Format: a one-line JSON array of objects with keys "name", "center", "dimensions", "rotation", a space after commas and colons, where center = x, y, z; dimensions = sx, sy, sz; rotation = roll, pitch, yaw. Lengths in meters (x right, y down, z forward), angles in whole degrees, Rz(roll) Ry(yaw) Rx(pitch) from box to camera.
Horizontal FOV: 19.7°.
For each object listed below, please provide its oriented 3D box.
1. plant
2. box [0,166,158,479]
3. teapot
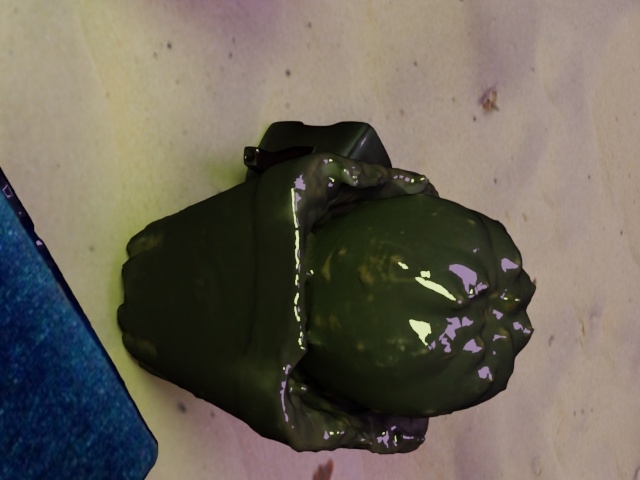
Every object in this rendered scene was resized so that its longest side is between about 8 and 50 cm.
[{"name": "plant", "center": [0.005, 0.036, 1.036], "dimensions": [0.142, 0.256, 0.164], "rotation": [11, 84, -47]}, {"name": "box", "center": [-0.232, 0.082, 0.830], "dimensions": [0.261, 0.116, 0.279], "rotation": [-52, 130, -38]}, {"name": "teapot", "center": [0.000, 0.000, 1.173], "dimensions": [0.096, 0.087, 0.177], "rotation": [-52, 129, -34]}]
